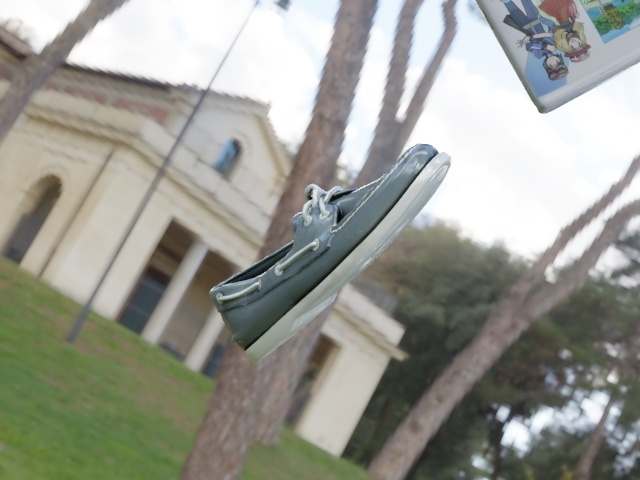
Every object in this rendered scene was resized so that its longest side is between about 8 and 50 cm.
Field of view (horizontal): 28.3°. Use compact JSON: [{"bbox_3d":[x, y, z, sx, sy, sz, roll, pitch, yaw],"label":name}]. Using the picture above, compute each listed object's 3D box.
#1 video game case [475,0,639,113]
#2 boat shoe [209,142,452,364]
[{"bbox_3d":[0.260,-0.312,1.072,0.300,0.329,0.036,63,3,9],"label":"video game case"},{"bbox_3d":[0.000,0.000,1.245,0.099,0.319,0.116,48,34,6],"label":"boat shoe"}]
